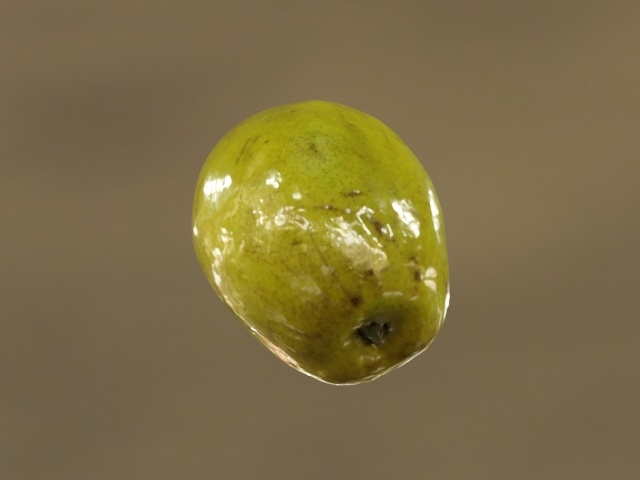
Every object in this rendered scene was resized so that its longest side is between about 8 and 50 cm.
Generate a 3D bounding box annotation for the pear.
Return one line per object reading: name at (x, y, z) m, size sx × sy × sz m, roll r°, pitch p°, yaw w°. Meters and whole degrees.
pear at (0.000, 0.000, 1.912) m, size 0.253 × 0.307 × 0.253 m, roll -13°, pitch -44°, yaw -13°
